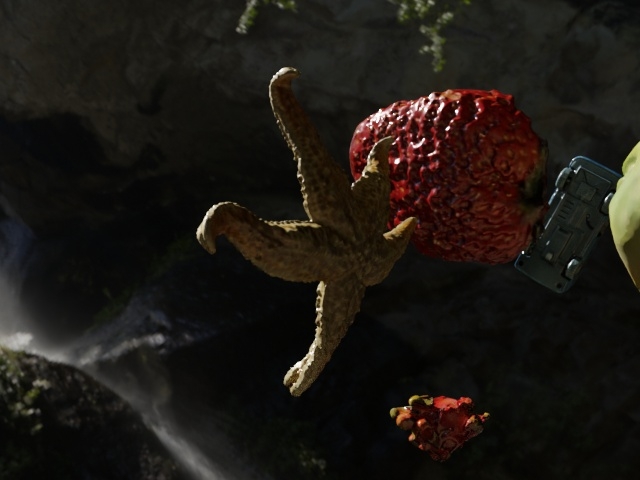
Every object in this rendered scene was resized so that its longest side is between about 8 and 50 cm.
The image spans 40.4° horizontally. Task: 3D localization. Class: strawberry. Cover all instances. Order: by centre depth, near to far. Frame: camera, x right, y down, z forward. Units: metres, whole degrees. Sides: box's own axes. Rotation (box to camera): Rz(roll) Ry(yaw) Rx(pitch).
[{"bbox_3d":[0.191,-0.091,1.274,0.257,0.261,0.261,-4,-54,-17],"label":"strawberry"}]

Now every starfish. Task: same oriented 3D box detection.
[{"bbox_3d":[0.008,0.003,0.904,0.375,0.094,0.327,16,-98,-54],"label":"starfish"}]

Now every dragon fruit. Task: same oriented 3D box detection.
[{"bbox_3d":[0.241,0.377,1.781,0.207,0.150,0.133,16,-51,-10],"label":"dragon fruit"}]

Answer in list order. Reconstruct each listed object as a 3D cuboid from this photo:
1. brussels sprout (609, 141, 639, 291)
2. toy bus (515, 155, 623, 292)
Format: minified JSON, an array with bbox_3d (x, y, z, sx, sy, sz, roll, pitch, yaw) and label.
[{"bbox_3d":[0.485,-0.038,0.955,0.268,0.344,0.344,-34,-37,-49],"label":"brussels sprout"},{"bbox_3d":[0.480,-0.031,1.651,0.134,0.113,0.246,-4,-57,-61],"label":"toy bus"}]
